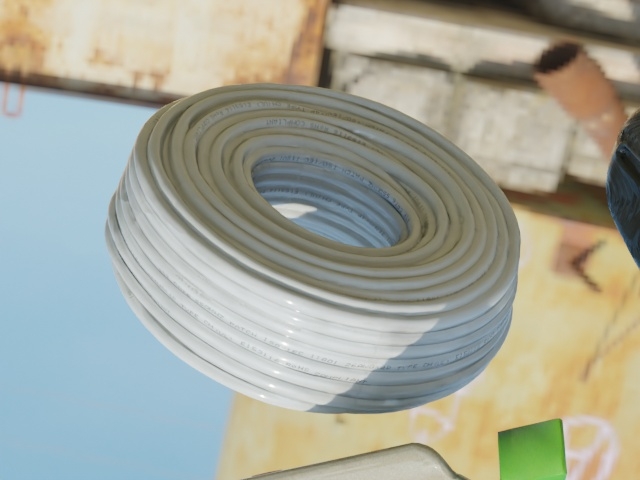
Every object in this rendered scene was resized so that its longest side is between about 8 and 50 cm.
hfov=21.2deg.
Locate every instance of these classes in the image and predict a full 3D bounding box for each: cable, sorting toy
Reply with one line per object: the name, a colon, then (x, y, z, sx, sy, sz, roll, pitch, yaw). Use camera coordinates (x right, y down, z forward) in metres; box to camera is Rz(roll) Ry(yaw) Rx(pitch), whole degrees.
cable: (0.000, 0.000, 1.046, 0.257, 0.089, 0.257, 9, -147, -19)
sorting toy: (0.027, 0.161, 1.004, 0.347, 0.047, 0.196, -16, 149, 25)

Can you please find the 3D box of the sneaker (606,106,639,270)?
sneaker: (0.444, 0.025, 1.305, 0.257, 0.169, 0.447, -10, -144, -44)
